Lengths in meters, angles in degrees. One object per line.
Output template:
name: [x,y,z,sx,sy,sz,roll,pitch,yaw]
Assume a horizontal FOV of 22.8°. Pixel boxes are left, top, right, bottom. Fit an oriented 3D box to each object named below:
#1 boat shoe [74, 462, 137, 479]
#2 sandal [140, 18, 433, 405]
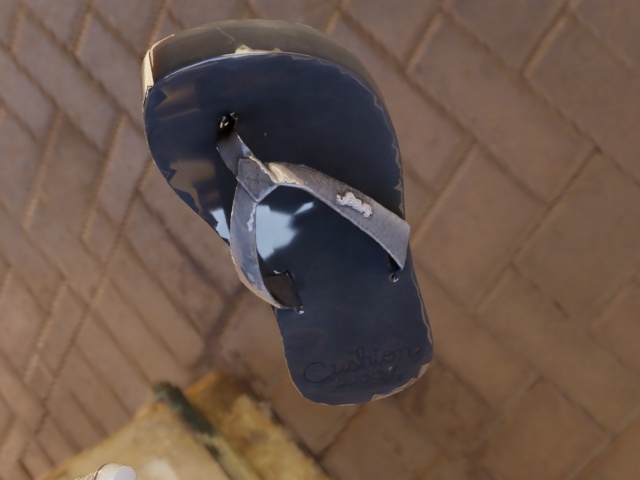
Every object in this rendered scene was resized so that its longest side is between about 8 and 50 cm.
boat shoe: [-0.112,0.135,0.811,0.035,0.035,0.100,13,161,7]
sandal: [0.001,0.000,0.695,0.254,0.097,0.054,61,-168,-47]
